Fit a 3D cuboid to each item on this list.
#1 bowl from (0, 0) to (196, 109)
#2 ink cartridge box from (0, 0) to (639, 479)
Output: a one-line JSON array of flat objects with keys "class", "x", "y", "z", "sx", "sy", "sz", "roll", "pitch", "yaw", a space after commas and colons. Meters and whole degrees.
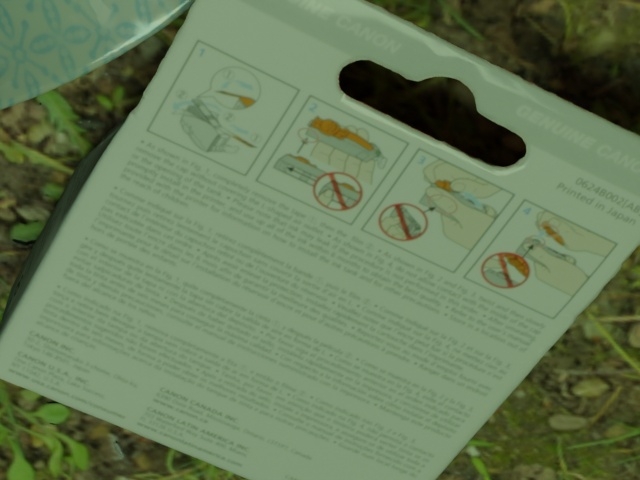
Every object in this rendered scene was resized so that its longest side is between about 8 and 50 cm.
[{"class": "bowl", "x": -0.175, "y": -0.195, "z": 0.893, "sx": 0.289, "sy": 0.289, "sz": 0.156, "roll": -37, "pitch": 74, "yaw": 33}, {"class": "ink cartridge box", "x": 0.000, "y": 0.000, "z": 1.111, "sx": 0.308, "sy": 0.091, "sz": 0.385, "roll": 25, "pitch": 128, "yaw": -13}]
